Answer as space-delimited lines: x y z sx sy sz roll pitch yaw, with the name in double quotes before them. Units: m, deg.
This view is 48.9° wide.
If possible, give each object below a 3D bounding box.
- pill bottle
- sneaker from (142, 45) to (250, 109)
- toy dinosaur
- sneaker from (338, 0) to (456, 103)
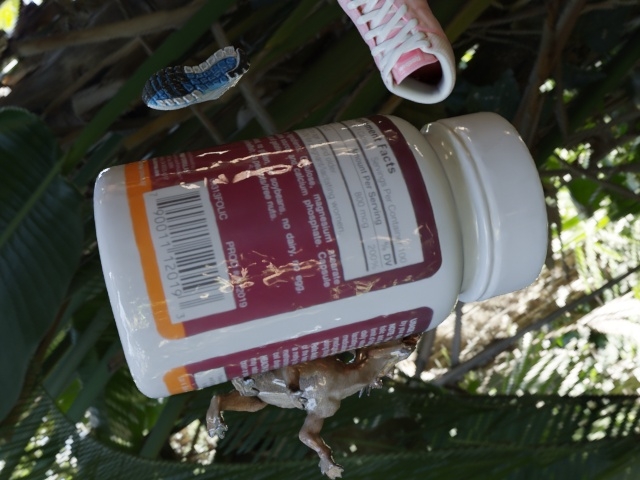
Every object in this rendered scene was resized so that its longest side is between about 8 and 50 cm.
"pill bottle" 0.000 0.000 0.693 0.224 0.391 0.224 168 90 -80
"sneaker" -0.205 -0.251 1.169 0.071 0.190 0.083 59 154 10
"toy dinosaur" -0.032 0.168 0.907 0.295 0.127 0.200 13 -149 10
"sneaker" 0.046 -0.145 0.459 0.134 0.051 0.070 45 -152 -27
